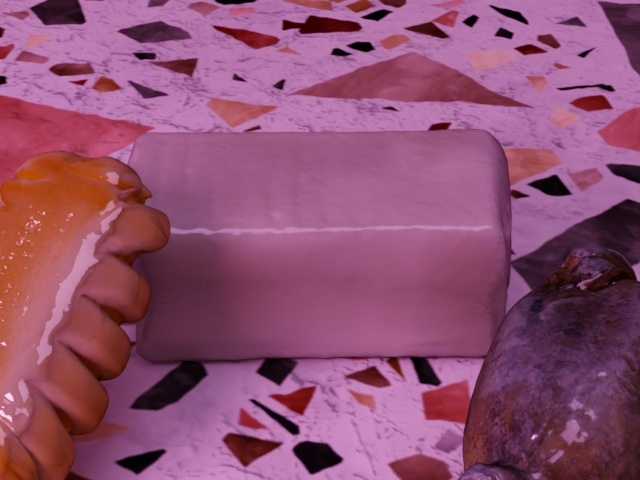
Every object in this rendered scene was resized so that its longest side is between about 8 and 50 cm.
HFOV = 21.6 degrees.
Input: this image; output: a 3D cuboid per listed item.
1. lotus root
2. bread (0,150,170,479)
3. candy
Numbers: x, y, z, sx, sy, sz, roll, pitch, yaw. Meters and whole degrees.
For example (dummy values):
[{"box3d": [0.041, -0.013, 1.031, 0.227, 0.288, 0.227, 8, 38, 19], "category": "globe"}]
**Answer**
[{"box3d": [0.199, 0.140, 1.318, 0.175, 0.175, 0.349, 14, 36, 18], "category": "lotus root"}, {"box3d": [-0.228, 0.074, 1.345, 0.173, 0.121, 0.311, 12, 65, 30], "category": "bread"}, {"box3d": [0.000, -0.003, 1.539, 0.359, 0.145, 0.208, 0, 33, -2], "category": "candy"}]
